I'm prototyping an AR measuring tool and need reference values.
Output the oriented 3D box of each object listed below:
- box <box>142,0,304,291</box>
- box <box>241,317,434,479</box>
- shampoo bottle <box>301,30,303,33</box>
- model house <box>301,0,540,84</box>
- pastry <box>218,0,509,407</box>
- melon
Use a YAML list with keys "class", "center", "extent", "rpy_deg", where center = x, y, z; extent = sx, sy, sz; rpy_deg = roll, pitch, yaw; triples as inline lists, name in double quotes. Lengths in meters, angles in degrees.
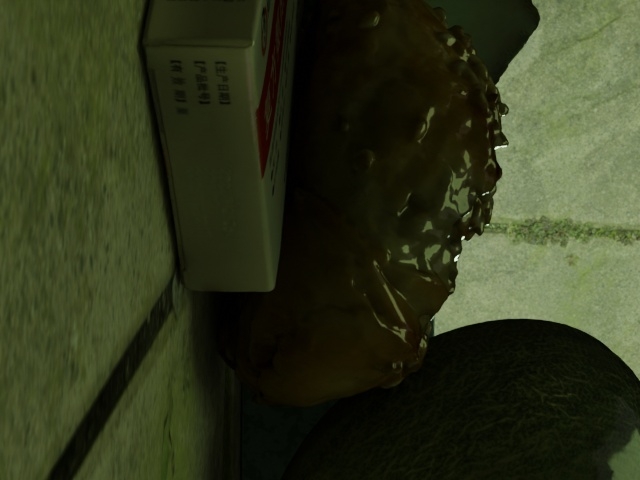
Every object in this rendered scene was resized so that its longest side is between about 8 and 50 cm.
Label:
- class: "box"
  center: [-0.046, -0.170, 0.952]
  extent: [0.214, 0.069, 0.353]
  rpy_deg: [87, 4, -53]
- class: "box"
  center: [0.011, 0.151, 1.343]
  extent: [0.130, 0.162, 0.227]
  rpy_deg: [-42, 135, -71]
- class: "shampoo bottle"
  center: [-0.030, -0.079, 1.344]
  extent: [0.233, 0.049, 0.087]
  rpy_deg: [88, 9, -52]
- class: "model house"
  center: [0.054, -0.213, 1.484]
  extent: [0.298, 0.243, 0.284]
  rpy_deg: [-53, -178, -36]
- class: "pastry"
  center: [0.036, -0.026, 1.088]
  extent: [0.255, 0.162, 0.311]
  rpy_deg: [-177, -78, -75]
- class: "melon"
  center: [0.112, 0.197, 1.165]
  extent: [0.248, 0.329, 0.248]
  rpy_deg: [55, -12, 18]
